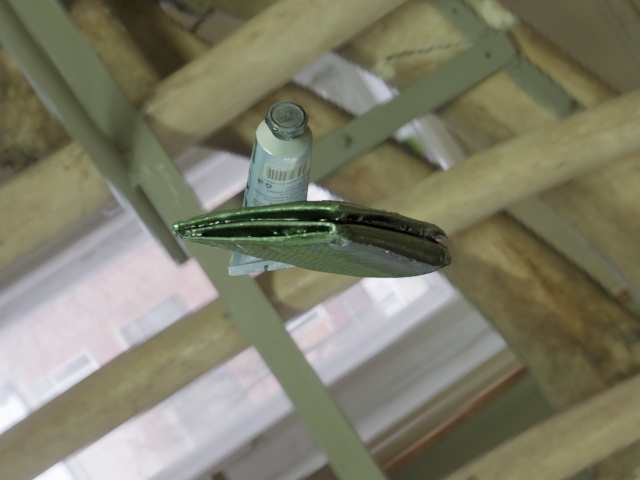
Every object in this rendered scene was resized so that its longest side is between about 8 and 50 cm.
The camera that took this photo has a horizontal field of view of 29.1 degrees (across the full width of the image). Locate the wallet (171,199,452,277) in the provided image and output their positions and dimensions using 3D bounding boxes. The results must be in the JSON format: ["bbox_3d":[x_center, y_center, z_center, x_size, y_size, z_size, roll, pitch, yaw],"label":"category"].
[{"bbox_3d":[0.000,-0.003,1.071,0.236,0.160,0.055,17,-108,-60],"label":"wallet"}]

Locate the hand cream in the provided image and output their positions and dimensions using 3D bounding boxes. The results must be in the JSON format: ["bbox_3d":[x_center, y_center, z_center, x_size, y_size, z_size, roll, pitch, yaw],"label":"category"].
[{"bbox_3d":[-0.050,-0.045,1.330,0.271,0.091,0.058,100,155,-54],"label":"hand cream"}]
